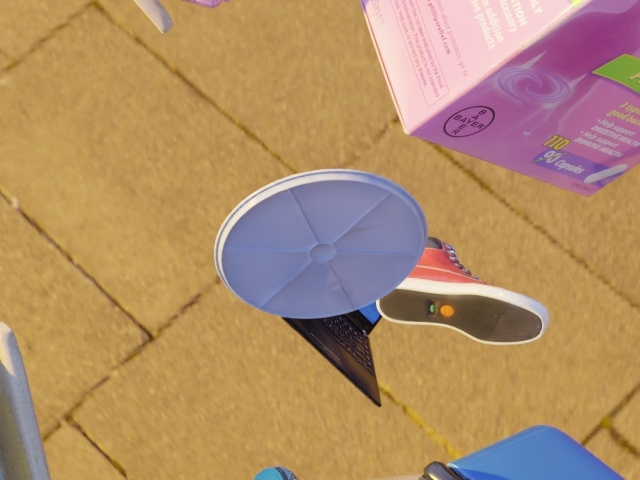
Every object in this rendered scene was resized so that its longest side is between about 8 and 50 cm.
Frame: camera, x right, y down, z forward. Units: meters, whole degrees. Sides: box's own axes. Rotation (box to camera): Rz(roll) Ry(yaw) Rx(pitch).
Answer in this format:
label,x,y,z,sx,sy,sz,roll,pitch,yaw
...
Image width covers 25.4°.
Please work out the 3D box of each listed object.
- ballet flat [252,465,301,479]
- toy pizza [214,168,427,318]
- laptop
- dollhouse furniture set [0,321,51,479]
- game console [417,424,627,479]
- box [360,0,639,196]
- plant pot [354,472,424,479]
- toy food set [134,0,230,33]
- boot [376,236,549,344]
label,x,y,z,sx,sy,sz,roll,pitch,yaw
ballet flat,-0.015,0.288,1.277,0.070,0.070,0.188,-14,49,1
toy pizza,0.000,0.000,1.330,0.201,0.201,0.032,-12,48,1
laptop,0.052,0.069,2.120,0.137,0.234,0.264,-36,30,17
dollhouse furniture set,-0.179,0.192,0.555,0.198,0.151,0.301,-15,101,-20
game console,0.199,0.318,1.186,0.293,0.173,0.250,38,93,33
box,0.193,-0.154,0.938,0.243,0.214,0.117,-36,57,32
plant pot,0.065,0.447,1.880,0.280,0.323,0.323,-17,62,-18
toy food set,-0.075,-0.191,0.911,0.122,0.019,0.078,-42,101,-11
boot,0.215,0.060,2.051,0.244,0.088,0.176,12,33,9
